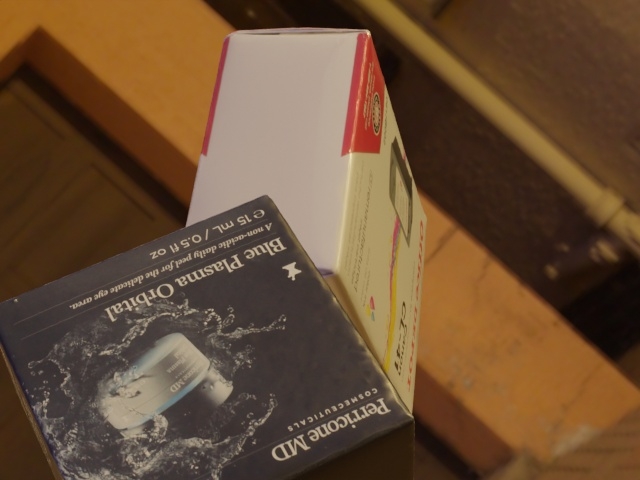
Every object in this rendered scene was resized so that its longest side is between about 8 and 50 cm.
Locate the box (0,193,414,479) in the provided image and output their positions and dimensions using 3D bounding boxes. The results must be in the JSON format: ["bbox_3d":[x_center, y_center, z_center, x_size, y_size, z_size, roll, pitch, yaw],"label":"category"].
[{"bbox_3d":[-0.057,0.083,0.672,0.156,0.158,0.093,-23,-35,-15],"label":"box"}]

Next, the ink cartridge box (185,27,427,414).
[{"bbox_3d":[0.000,0.000,1.154,0.306,0.131,0.226,62,-149,-58],"label":"ink cartridge box"}]
